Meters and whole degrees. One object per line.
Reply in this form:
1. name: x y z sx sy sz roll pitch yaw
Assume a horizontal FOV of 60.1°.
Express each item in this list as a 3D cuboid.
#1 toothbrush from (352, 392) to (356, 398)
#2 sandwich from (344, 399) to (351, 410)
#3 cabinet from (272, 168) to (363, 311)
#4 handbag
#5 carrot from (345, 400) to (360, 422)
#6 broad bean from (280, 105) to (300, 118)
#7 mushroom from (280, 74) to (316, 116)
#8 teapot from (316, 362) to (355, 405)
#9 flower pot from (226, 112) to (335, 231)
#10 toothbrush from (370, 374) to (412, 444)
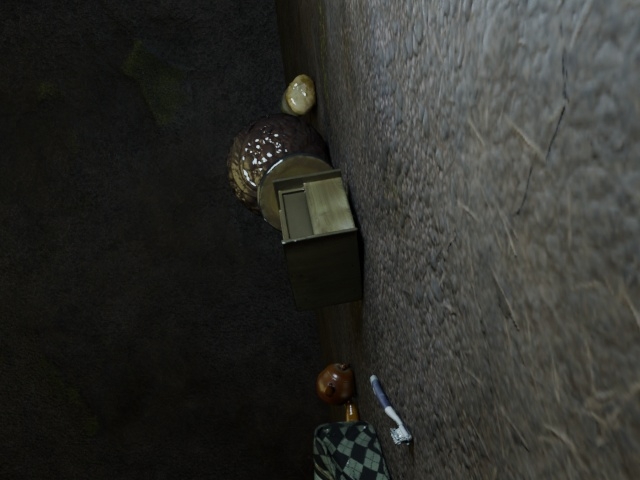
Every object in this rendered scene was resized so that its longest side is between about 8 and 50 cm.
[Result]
1. toothbrush: 0.087 0.420 1.631 0.162 0.014 0.017 -112 29 -74
2. sandwich: 0.083 0.493 1.764 0.101 0.026 0.069 -110 17 -58
3. cabinet: 0.000 0.000 1.104 0.215 0.148 0.175 81 178 -48
4. handbag: 0.083 0.636 1.142 0.317 0.180 0.416 -129 36 -67
5. carrot: 0.091 0.519 1.543 0.048 0.048 0.139 108 155 -81
6. broad bean: -0.073 -0.372 1.860 0.039 0.069 0.227 -59 -31 -21
7. mushroom: -0.066 -0.427 1.651 0.351 0.095 0.123 -113 39 -74
8. teapot: 0.050 0.388 1.542 0.173 0.116 0.116 -23 -72 -66
9. flower pot: -0.079 -0.151 1.327 0.267 0.266 0.266 -126 26 -59
10. toothbrush: 0.110 0.279 0.932 0.288 0.026 0.024 -136 36 -85
